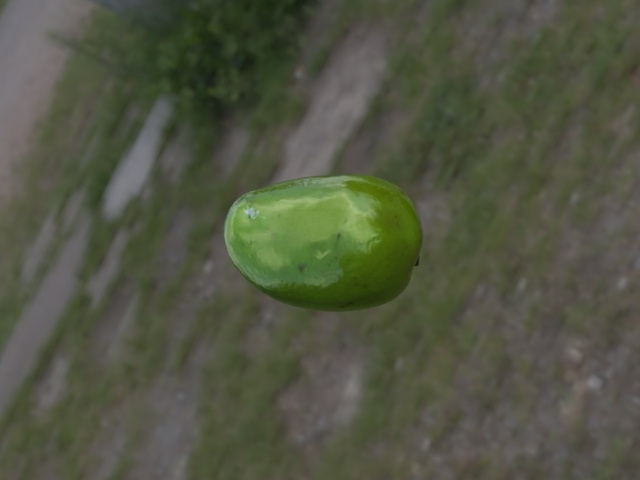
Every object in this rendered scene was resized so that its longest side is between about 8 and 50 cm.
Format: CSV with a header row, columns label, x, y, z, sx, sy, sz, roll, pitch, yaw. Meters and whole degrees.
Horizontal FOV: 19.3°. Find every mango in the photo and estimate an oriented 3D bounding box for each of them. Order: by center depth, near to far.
label,x,y,z,sx,sy,sz,roll,pitch,yaw
mango,0.000,0.000,0.978,0.056,0.108,0.073,-11,-71,-71
